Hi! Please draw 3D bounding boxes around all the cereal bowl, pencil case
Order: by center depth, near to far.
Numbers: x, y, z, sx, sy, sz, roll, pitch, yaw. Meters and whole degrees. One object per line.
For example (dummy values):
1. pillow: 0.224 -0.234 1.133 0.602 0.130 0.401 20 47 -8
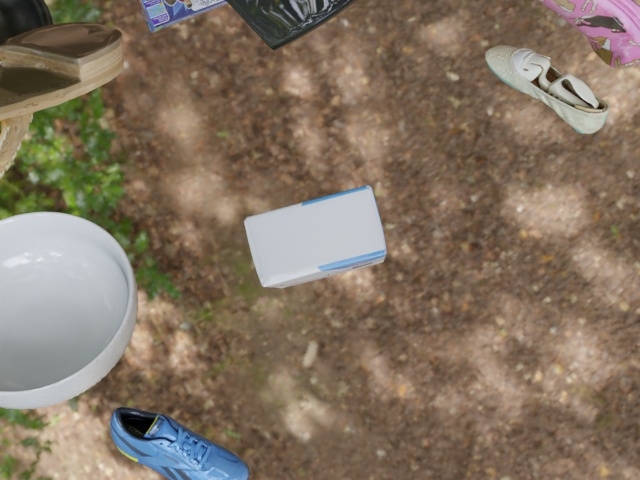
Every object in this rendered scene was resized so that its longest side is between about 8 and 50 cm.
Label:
1. pencil case: 0.280 -0.351 1.155 0.160 0.386 0.167 -1 71 53
2. cereal bowl: -0.454 0.125 1.573 0.339 0.339 0.141 42 157 26

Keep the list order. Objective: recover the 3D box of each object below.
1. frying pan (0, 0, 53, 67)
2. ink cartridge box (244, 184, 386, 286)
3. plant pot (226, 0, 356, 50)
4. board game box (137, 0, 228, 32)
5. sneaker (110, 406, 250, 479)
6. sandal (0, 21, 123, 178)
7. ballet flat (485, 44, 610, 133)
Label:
1. frying pan: -0.293 -0.221 0.762 0.197 0.326 0.053 27 119 -19
2. ink cartridge box: 0.000 0.000 1.105 0.191 0.139 0.082 52 -156 -84
3. plant pot: -0.059 -0.418 1.596 0.167 0.188 0.187 -41 103 12
4. board game box: -0.279 -0.521 1.978 0.035 0.201 0.136 -5 110 66
5. sneaker: -0.197 0.288 1.345 0.209 0.069 0.082 21 144 10
6. sandal: -0.194 -0.055 0.548 0.088 0.240 0.079 17 122 25
7. ballet flat: 0.279 -0.195 1.182 0.168 0.057 0.052 36 151 5
